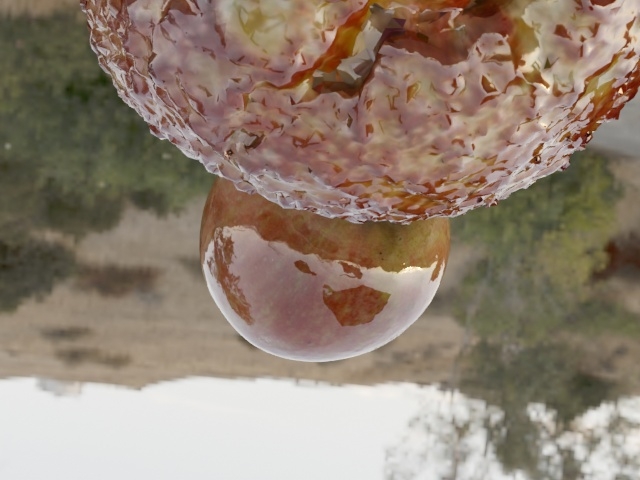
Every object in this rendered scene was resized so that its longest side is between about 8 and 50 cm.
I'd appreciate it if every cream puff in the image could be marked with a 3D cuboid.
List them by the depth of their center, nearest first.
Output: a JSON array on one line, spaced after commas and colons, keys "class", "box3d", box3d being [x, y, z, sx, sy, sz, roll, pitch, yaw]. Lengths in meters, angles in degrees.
[{"class": "cream puff", "box3d": [0.029, -0.115, 0.449, 0.240, 0.240, 0.164, 6, -163, -3]}]

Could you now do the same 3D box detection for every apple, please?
[{"class": "apple", "box3d": [0.000, 0.000, 0.969, 0.188, 0.188, 0.174, 6, 153, -22]}]
